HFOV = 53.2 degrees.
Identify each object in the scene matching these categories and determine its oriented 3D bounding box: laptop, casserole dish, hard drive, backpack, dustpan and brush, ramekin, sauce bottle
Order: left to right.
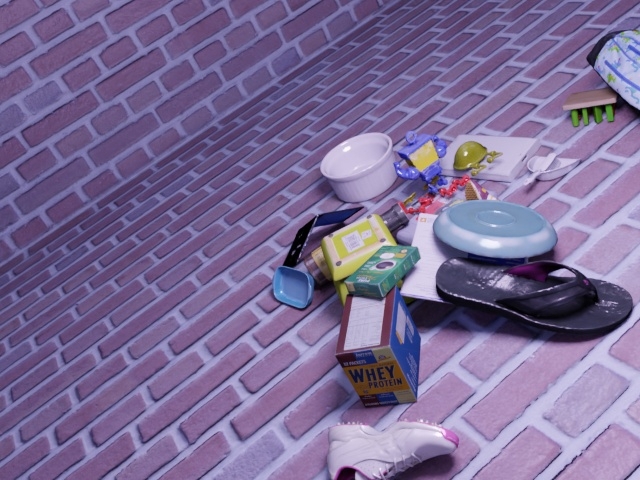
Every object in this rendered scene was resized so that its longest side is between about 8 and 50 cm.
[{"bbox_3d":[-0.080,0.142,1.979,0.037,0.114,0.188,-2,10,-42],"label":"casserole dish"},{"bbox_3d":[0.000,0.000,2.082,0.264,0.136,0.234,-67,10,-17],"label":"laptop"},{"bbox_3d":[0.114,0.007,1.970,0.344,0.111,0.111,-33,32,7],"label":"sauce bottle"},{"bbox_3d":[0.150,-0.261,2.329,0.277,0.135,0.277,-19,34,14],"label":"ramekin"},{"bbox_3d":[0.550,-0.282,2.149,0.307,0.040,0.203,14,51,46],"label":"hard drive"},{"bbox_3d":[0.675,-0.213,1.937,0.147,0.060,0.211,13,50,46],"label":"dustpan and brush"},{"bbox_3d":[1.010,-0.491,1.905,0.290,0.273,0.355,12,51,-11],"label":"backpack"}]

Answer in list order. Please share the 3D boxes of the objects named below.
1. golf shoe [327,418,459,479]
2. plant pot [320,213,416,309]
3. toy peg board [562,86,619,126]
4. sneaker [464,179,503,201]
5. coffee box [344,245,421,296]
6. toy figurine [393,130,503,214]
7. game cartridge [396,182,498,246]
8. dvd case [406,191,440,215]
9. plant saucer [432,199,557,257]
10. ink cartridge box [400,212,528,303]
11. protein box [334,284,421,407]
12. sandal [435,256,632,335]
[{"bbox_3d":[0.148,0.462,1.362,0.306,0.115,0.140,-15,45,32],"label":"golf shoe"},{"bbox_3d":[0.130,0.071,1.813,0.227,0.207,0.228,-25,33,3],"label":"plant pot"},{"bbox_3d":[0.895,-0.437,2.093,0.161,0.079,0.160,-3,24,33],"label":"toy peg board"},{"bbox_3d":[0.493,-0.101,1.859,0.084,0.069,0.185,-18,69,-21],"label":"sneaker"},{"bbox_3d":[0.156,0.073,1.590,0.113,0.040,0.184,1,30,41],"label":"coffee box"},{"bbox_3d":[0.360,-0.267,2.017,0.362,0.217,0.191,-37,17,-7],"label":"toy figurine"},{"bbox_3d":[0.396,-0.068,1.955,0.294,0.060,0.196,-41,38,-19],"label":"game cartridge"},{"bbox_3d":[0.351,-0.120,2.095,0.119,0.013,0.087,-35,33,-13],"label":"dvd case"},{"bbox_3d":[0.453,-0.042,1.661,0.317,0.044,0.317,1,25,0],"label":"plant saucer"},{"bbox_3d":[0.381,0.067,1.670,0.303,0.072,0.307,9,50,14],"label":"ink cartridge box"},{"bbox_3d":[0.146,0.256,1.546,0.136,0.200,0.201,-13,35,22],"label":"protein box"},{"bbox_3d":[0.489,0.113,1.486,0.446,0.107,0.167,8,48,17],"label":"sandal"}]
